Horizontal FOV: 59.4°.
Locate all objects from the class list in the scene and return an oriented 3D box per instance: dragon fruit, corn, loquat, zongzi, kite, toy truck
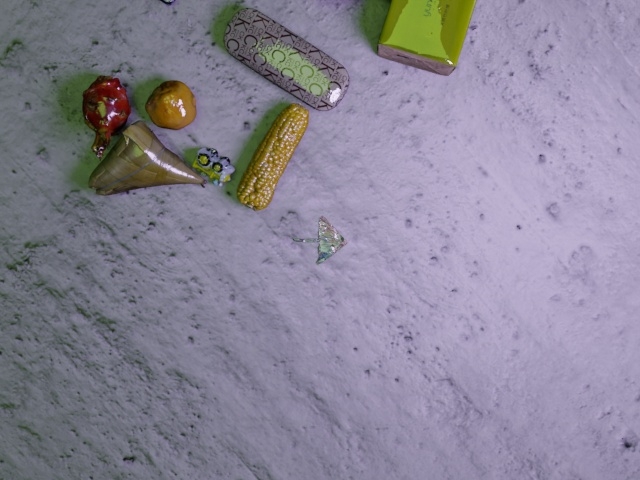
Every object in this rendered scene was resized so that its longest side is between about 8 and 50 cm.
[{"bbox_3d":[-0.570,-0.321,1.477,0.125,0.125,0.246,-9,62,2],"label":"dragon fruit"},{"bbox_3d":[-0.128,-0.226,1.495,0.102,0.102,0.313,26,96,1],"label":"corn"},{"bbox_3d":[-0.399,-0.357,1.497,0.137,0.113,0.137,5,122,8],"label":"loquat"},{"bbox_3d":[-0.474,-0.168,1.540,0.256,0.115,0.228,38,112,-24],"label":"zongzi"},{"bbox_3d":[0.000,0.000,1.556,0.156,0.011,0.139,2,94,3],"label":"kite"},{"bbox_3d":[-0.292,-0.196,1.526,0.111,0.076,0.077,34,115,-2],"label":"toy truck"}]

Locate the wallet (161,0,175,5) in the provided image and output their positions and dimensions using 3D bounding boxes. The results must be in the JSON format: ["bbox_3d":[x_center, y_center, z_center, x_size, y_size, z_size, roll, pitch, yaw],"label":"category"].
[{"bbox_3d":[-0.392,-0.755,1.482,0.167,0.036,0.222,43,96,-1],"label":"wallet"}]

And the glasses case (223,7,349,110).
[{"bbox_3d":[-0.089,-0.470,1.466,0.354,0.085,0.137,33,99,0],"label":"glasses case"}]

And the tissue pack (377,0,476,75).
[{"bbox_3d":[0.274,-0.577,1.385,0.200,0.167,0.275,17,97,2],"label":"tissue pack"}]
